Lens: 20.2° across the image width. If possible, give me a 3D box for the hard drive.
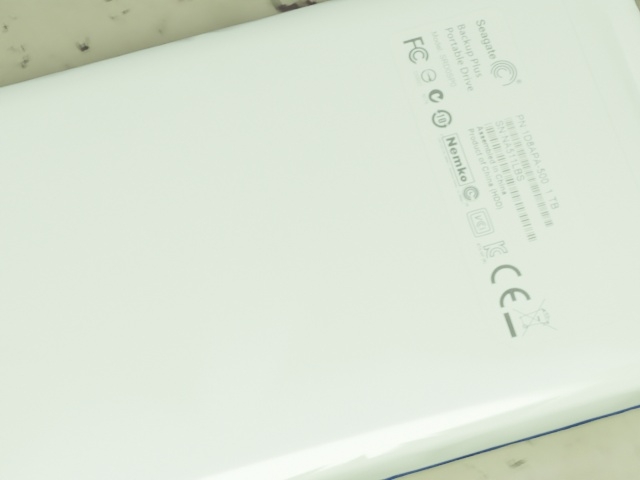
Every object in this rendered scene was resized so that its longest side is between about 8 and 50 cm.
[{"bbox_3d":[0.000,0.000,0.754,0.319,0.040,0.210,-15,65,-4],"label":"hard drive"}]
